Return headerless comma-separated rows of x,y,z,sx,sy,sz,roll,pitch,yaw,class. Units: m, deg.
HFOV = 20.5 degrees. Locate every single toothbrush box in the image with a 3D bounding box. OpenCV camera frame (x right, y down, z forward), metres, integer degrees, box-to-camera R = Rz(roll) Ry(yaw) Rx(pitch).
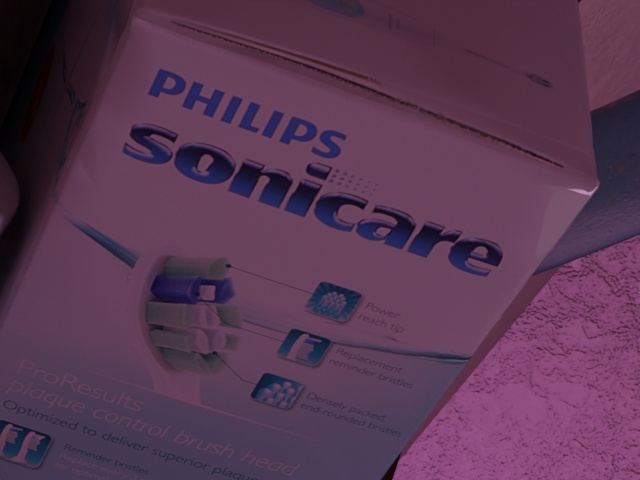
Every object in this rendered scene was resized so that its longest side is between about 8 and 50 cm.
-0.039,-0.012,0.570,0.216,0.126,0.295,-86,-159,-45,toothbrush box

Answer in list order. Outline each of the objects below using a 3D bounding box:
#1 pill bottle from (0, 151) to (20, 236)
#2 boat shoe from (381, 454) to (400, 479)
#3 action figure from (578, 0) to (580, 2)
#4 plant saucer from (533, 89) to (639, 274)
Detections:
-0.179,0.042,0.471,0.208,0.119,0.119,-51,168,13,pill bottle
0.000,0.000,0.786,0.104,0.089,0.285,-62,154,-64,boat shoe
0.149,-0.207,0.567,0.276,0.248,0.370,-32,157,-53,action figure
0.168,-0.049,0.646,0.317,0.044,0.317,-24,178,-1,plant saucer
